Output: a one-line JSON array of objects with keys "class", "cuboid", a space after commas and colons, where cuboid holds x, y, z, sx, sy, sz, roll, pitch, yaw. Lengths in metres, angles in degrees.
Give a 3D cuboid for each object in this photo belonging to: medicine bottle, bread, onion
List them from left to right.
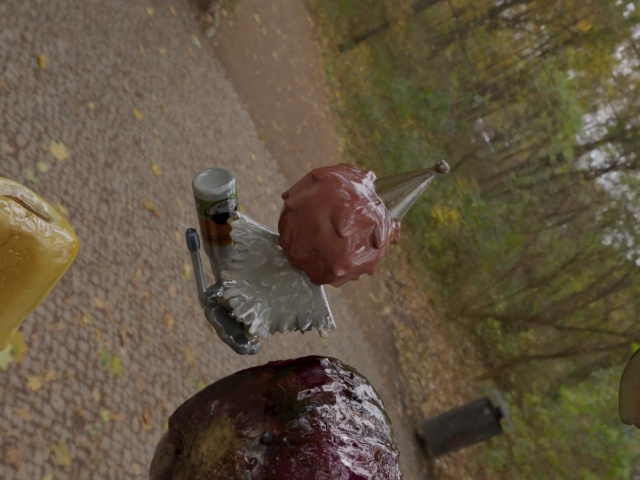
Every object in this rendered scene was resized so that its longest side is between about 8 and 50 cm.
[{"class": "bread", "cuboid": [-0.306, 0.017, 0.709, 0.134, 0.173, 0.085, 27, 25, -41]}, {"class": "medicine bottle", "cuboid": [-0.152, 0.005, 1.141, 0.061, 0.092, 0.221, 33, -36, 33]}, {"class": "onion", "cuboid": [-0.047, 0.326, 1.001, 0.282, 0.336, 0.260, 49, 15, -49]}]

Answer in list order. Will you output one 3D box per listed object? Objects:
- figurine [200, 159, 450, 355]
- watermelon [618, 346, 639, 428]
[{"class": "figurine", "cuboid": [0.000, 0.000, 1.045, 0.207, 0.387, 0.166, 51, 20, 10]}, {"class": "watermelon", "cuboid": [0.347, 0.119, 0.663, 0.063, 0.245, 0.119, -13, 89, -39]}]
